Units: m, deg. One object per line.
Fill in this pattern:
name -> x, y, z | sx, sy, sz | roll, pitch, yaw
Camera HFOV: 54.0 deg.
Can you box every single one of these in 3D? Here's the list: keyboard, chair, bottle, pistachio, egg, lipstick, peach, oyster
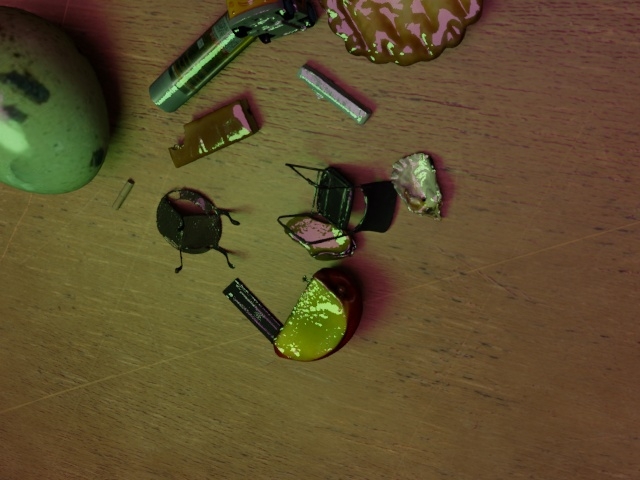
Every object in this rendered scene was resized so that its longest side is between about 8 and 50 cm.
keyboard -> -0.161, 0.187, 1.598 | 0.204, 0.013, 0.061 | 46, 118, -4
chair -> -0.310, -0.024, 1.524 | 0.213, 0.149, 0.174 | 42, 132, 47
bottle -> -0.254, -0.388, 1.359 | 0.286, 0.082, 0.082 | -33, 98, 26
pistachio -> 0.000, 0.000, 1.450 | 0.173, 0.049, 0.089 | 20, 93, 12
egg -> -0.651, -0.300, 1.382 | 0.345, 0.345, 0.428 | -28, 113, 26
lipstick -> -0.498, -0.115, 1.585 | 0.019, 0.019, 0.094 | 40, 118, 0
chair -> 0.038, -0.087, 1.376 | 0.145, 0.221, 0.140 | 42, 130, 48
peach -> 0.004, 0.191, 1.462 | 0.154, 0.159, 0.267 | 37, 116, 13
oyster -> 0.214, -0.118, 1.333 | 0.146, 0.045, 0.121 | 32, 121, 12

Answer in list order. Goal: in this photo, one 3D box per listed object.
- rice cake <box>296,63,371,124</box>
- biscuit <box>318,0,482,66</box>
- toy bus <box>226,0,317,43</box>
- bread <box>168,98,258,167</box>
rice cake -> 0.026, -0.307, 1.328 | 0.180, 0.030, 0.042 | 37, 121, 2
biscuit -> 0.154, -0.491, 1.170 | 0.326, 0.107, 0.325 | 7, 115, 15
toy bus -> -0.102, -0.468, 1.212 | 0.126, 0.209, 0.136 | -12, 96, 24
bread -> -0.253, -0.243, 1.435 | 0.226, 0.049, 0.088 | -17, 105, 24
